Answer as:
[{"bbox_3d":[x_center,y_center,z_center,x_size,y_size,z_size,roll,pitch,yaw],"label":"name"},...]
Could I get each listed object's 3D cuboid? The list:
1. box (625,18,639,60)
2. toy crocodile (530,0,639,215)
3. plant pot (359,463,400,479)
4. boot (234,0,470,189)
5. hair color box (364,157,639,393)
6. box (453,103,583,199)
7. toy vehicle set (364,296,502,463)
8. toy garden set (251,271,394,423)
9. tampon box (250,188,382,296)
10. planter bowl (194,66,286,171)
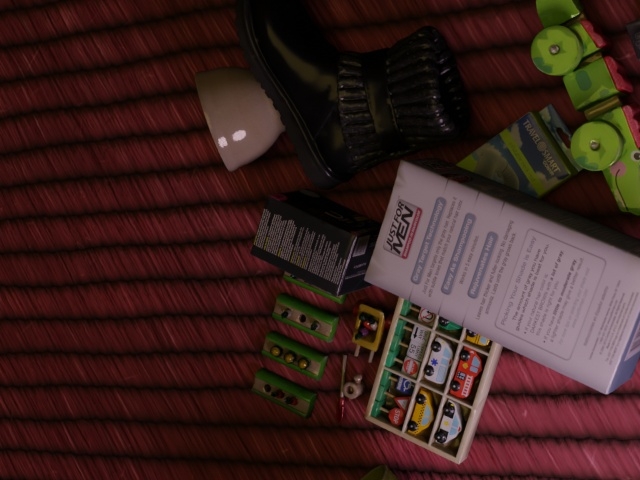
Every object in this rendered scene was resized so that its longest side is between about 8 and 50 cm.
[{"bbox_3d":[0.438,-0.265,1.449,0.062,0.083,0.052,-20,86,29],"label":"box"},{"bbox_3d":[0.367,-0.195,1.479,0.105,0.115,0.340,-24,84,28],"label":"toy crocodile"},{"bbox_3d":[0.118,0.528,1.645,0.293,0.275,0.274,40,114,1],"label":"plant pot"},{"bbox_3d":[0.049,-0.264,1.631,0.260,0.131,0.347,-24,95,36],"label":"boot"},{"bbox_3d":[0.261,0.037,1.514,0.375,0.114,0.185,25,108,27],"label":"hair color box"},{"bbox_3d":[0.275,-0.100,1.582,0.178,0.042,0.109,-36,79,28],"label":"box"},{"bbox_3d":[0.176,0.177,1.673,0.166,0.035,0.266,21,106,25],"label":"toy vehicle set"},{"bbox_3d":[0.000,0.172,1.761,0.204,0.049,0.244,22,106,25],"label":"toy garden set"},{"bbox_3d":[0.000,0.000,1.699,0.161,0.120,0.101,26,108,23],"label":"tampon box"},{"bbox_3d":[-0.114,-0.199,1.730,0.109,0.162,0.162,-18,87,4],"label":"planter bowl"}]
